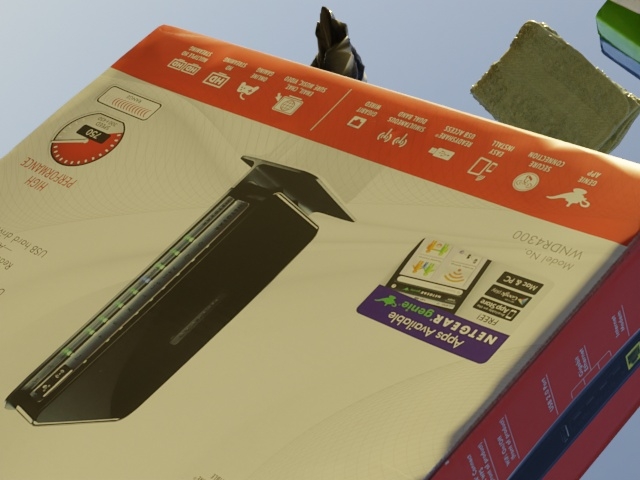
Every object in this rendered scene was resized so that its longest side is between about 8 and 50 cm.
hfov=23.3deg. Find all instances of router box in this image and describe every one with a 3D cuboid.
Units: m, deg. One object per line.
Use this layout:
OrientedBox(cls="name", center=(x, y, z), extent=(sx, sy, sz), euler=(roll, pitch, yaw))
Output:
OrientedBox(cls="router box", center=(-0.051, 0.052, 0.687), extent=(0.335, 0.082, 0.301), euler=(21, -124, 40))

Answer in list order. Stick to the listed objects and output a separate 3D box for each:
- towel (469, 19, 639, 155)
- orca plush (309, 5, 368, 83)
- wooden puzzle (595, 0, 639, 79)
OrientedBox(cls="towel", center=(0.231, -0.136, 1.519), extent=(0.110, 0.148, 0.027), euler=(-50, 173, -5))
OrientedBox(cls="orca plush", center=(0.000, 0.000, 0.986), extent=(0.151, 0.102, 0.287), euler=(52, -19, 27))
OrientedBox(cls="wooden puzzle", center=(0.279, -0.110, 0.957), extent=(0.080, 0.348, 0.322), euler=(-56, 164, -1))
